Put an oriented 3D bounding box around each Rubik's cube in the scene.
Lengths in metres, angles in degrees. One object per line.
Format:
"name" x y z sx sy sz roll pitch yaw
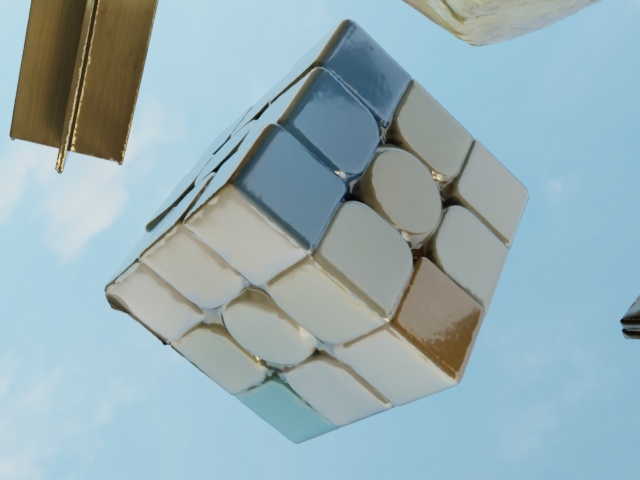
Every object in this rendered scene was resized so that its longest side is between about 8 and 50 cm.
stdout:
"Rubik's cube" 0.000 0.000 1.119 0.347 0.347 0.344 -31 -156 47

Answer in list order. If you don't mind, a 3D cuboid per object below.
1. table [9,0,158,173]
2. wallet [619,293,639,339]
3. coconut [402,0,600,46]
"table" -0.269 -0.202 0.992 0.167 0.167 0.226 41 -57 41
"wallet" 0.449 0.012 0.867 0.262 0.071 0.221 -40 -163 -25
"coconut" 0.111 -0.250 0.486 0.259 0.259 0.259 -16 -118 32
